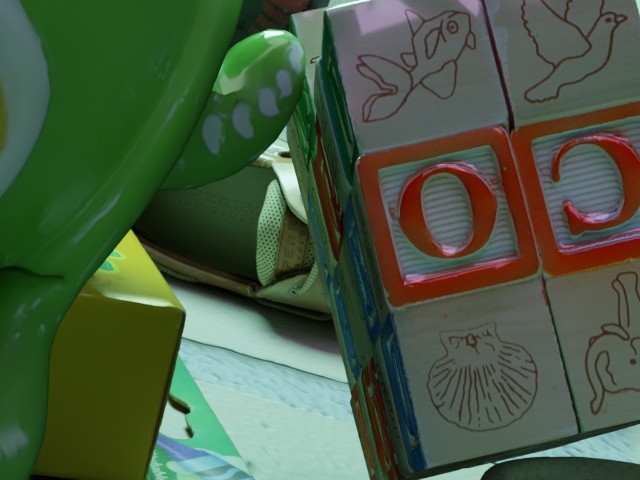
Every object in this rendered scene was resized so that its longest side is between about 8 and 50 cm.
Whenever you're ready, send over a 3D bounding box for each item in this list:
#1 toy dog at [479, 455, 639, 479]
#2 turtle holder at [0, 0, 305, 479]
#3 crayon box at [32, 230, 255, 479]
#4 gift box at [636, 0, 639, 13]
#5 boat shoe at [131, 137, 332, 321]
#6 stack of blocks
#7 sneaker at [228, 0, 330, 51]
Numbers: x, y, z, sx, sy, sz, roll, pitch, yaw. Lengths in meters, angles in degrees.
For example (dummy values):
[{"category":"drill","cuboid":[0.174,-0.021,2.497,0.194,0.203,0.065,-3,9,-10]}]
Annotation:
[{"category":"toy dog","cuboid":[0.117,0.156,0.310,0.333,0.161,0.220,4,4,45]},{"category":"turtle holder","cuboid":[-0.158,-0.076,0.406,0.243,0.320,0.227,9,-14,24]},{"category":"crayon box","cuboid":[-0.190,0.019,0.652,0.323,0.083,0.203,10,12,-20]},{"category":"gift box","cuboid":[0.312,-0.040,1.101,0.276,0.258,0.255,16,9,-34]},{"category":"boat shoe","cuboid":[0.000,0.000,0.935,0.324,0.123,0.120,10,14,23]},{"category":"stack of blocks","cuboid":[0.047,-0.005,0.548,0.087,0.171,0.297,-13,-10,-3]},{"category":"sneaker","cuboid":[-0.123,-0.078,0.594,0.276,0.098,0.135,-12,14,27]}]
